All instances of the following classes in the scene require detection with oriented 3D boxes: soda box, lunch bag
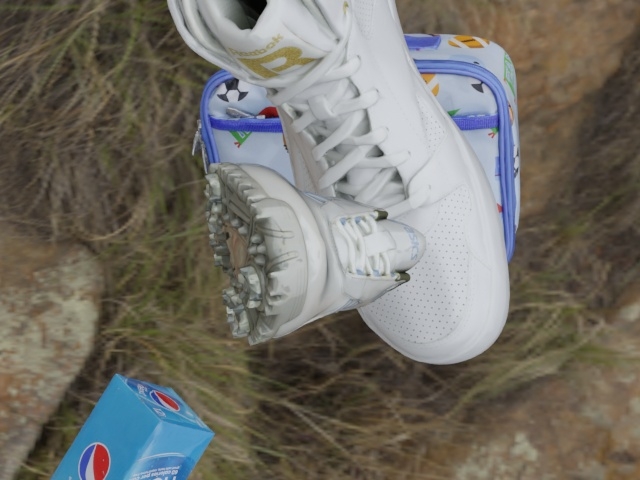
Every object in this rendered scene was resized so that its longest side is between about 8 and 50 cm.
[{"bbox_3d":[-0.177,0.216,1.078,0.067,0.071,0.210,23,101,-49],"label":"soda box"},{"bbox_3d":[0.034,-0.081,1.254,0.115,0.303,0.243,-68,155,-56],"label":"lunch bag"}]

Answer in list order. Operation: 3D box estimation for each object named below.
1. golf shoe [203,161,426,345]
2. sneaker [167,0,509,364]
[{"bbox_3d":[0.000,0.000,0.522,0.086,0.176,0.069,-11,89,-4],"label":"golf shoe"},{"bbox_3d":[-0.002,-0.067,0.684,0.169,0.108,0.292,-6,73,-67],"label":"sneaker"}]
